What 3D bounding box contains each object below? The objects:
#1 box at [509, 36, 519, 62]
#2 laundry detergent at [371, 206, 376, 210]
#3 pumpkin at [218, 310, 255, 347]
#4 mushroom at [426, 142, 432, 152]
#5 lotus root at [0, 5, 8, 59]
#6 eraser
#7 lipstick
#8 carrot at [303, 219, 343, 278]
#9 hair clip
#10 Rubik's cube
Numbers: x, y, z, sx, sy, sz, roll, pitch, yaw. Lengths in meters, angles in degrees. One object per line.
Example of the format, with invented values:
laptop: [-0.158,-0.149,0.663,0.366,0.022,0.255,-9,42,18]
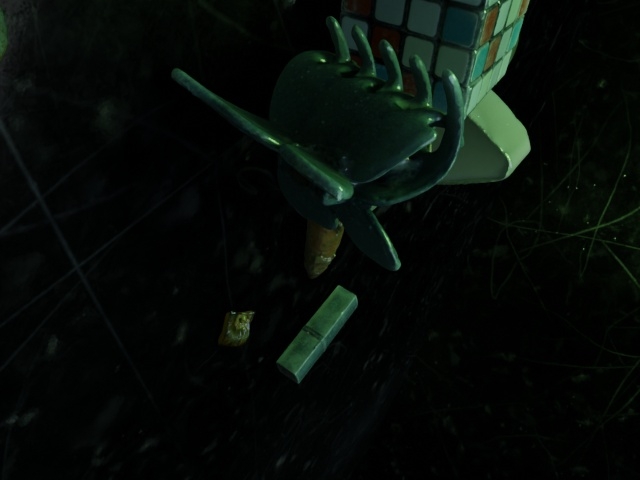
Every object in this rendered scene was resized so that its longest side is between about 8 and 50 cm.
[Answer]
box: [0.292,-0.444,1.222,0.149,0.226,0.226,-9,124,-59]
laundry detergent: [0.134,-0.144,1.428,0.226,0.070,0.099,-62,163,5]
pumpkin: [-0.183,0.183,1.226,0.073,0.035,0.101,-4,124,-48]
mushroom: [0.070,-0.214,1.133,0.267,0.164,0.190,-20,117,-6]
lotus root: [-0.325,-0.213,0.491,0.088,0.088,0.165,-42,140,-34]
eraser: [0.338,-0.271,1.516,0.150,0.331,0.331,-44,150,-35]
lipstick: [-0.003,0.252,1.578,0.290,0.076,0.077,-48,151,-25]
carrot: [0.000,0.000,1.325,0.102,0.102,0.263,-36,152,-41]
hair clip: [0.036,-0.157,0.848,0.238,0.318,0.392,-48,142,-4]
Rubik's cube: [0.200,-0.395,0.995,0.259,0.256,0.253,-44,150,-41]
